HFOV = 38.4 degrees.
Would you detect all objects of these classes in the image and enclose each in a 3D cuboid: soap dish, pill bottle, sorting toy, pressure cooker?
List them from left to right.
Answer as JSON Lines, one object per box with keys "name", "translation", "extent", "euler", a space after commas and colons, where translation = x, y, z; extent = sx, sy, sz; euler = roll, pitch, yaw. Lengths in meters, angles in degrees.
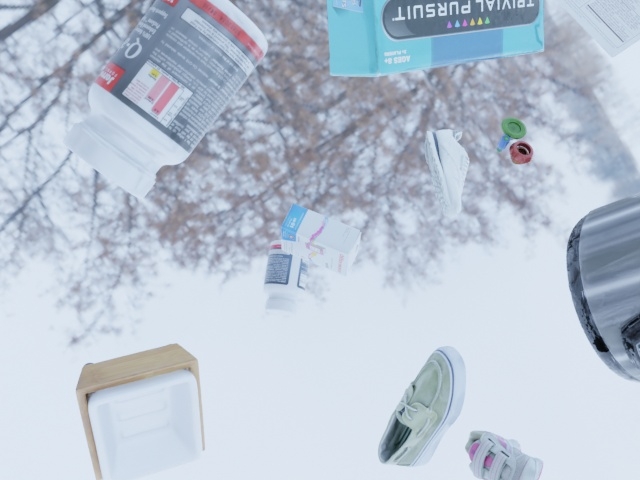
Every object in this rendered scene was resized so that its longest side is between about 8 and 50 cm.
{"name": "soap dish", "translation": [-0.349, 0.338, 1.801], "extent": [0.118, 0.228, 0.291], "euler": [-119, 23, -43]}
{"name": "pill bottle", "translation": [-0.276, -0.266, 1.626], "extent": [0.210, 0.363, 0.210], "euler": [37, 178, 2]}
{"name": "pill bottle", "translation": [-0.090, 0.098, 2.361], "extent": [0.108, 0.108, 0.180], "euler": [30, -115, -56]}
{"name": "sorting toy", "translation": [0.365, -0.183, 1.749], "extent": [0.042, 0.061, 0.102], "euler": [114, 147, -56]}
{"name": "pressure cooker", "translation": [0.713, 0.050, 1.687], "extent": [0.369, 0.420, 0.376], "euler": [-6, -102, -49]}

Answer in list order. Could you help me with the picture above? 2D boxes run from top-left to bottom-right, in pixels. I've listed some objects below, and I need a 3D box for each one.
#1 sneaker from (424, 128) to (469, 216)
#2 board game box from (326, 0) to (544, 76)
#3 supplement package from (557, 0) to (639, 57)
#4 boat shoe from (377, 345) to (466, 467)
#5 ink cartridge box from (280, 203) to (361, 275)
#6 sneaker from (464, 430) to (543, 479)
{"name": "sneaker", "translation": [0.310, -0.165, 2.168], "extent": [0.090, 0.094, 0.235], "euler": [99, 165, -63]}
{"name": "board game box", "translation": [0.119, -0.350, 0.934], "extent": [0.253, 0.079, 0.336], "euler": [-16, -71, -36]}
{"name": "supplement package", "translation": [0.423, -0.421, 1.180], "extent": [0.198, 0.262, 0.199], "euler": [37, -138, -21]}
{"name": "boat shoe", "translation": [0.193, 0.332, 1.762], "extent": [0.094, 0.302, 0.109], "euler": [-4, -143, -28]}
{"name": "ink cartridge box", "translation": [0.000, 0.000, 1.513], "extent": [0.088, 0.122, 0.052], "euler": [92, -159, -63]}
{"name": "sneaker", "translation": [0.343, 0.435, 1.770], "extent": [0.111, 0.103, 0.252], "euler": [22, 179, -8]}
